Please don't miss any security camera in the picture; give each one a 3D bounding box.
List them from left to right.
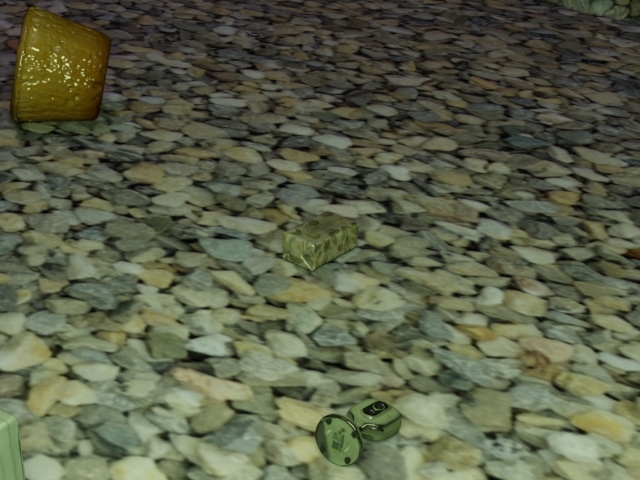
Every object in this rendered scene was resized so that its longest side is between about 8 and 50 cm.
[{"bbox_3d":[0.042,0.186,1.026,0.058,0.058,0.092,20,25,28],"label":"security camera"}]

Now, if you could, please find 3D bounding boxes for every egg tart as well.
[{"bbox_3d":[-0.436,-0.281,1.704,0.147,0.202,0.202,11,27,-13],"label":"egg tart"}]

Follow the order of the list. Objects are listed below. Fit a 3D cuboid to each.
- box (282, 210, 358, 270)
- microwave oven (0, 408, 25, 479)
[{"bbox_3d":[0.000,0.000,1.357,0.062,0.045,0.098,23,36,33],"label":"box"},{"bbox_3d":[-0.384,0.202,0.878,0.208,0.122,0.162,17,32,25],"label":"microwave oven"}]
